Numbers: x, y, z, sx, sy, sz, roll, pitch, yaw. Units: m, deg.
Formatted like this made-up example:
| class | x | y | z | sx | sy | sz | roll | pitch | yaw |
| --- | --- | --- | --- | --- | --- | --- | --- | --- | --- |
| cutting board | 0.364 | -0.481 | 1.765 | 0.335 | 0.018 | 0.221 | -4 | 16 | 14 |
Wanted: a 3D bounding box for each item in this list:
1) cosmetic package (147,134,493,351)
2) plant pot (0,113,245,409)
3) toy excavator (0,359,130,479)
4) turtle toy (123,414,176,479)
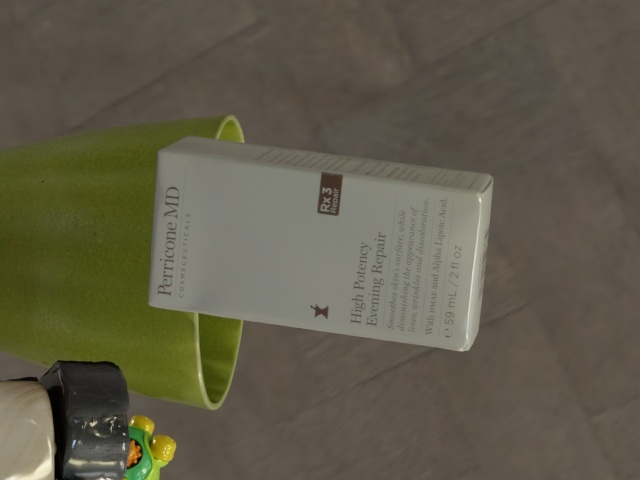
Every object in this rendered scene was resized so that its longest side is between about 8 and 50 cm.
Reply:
| class | x | y | z | sx | sy | sz | roll | pitch | yaw |
| --- | --- | --- | --- | --- | --- | --- | --- | --- | --- |
| cosmetic package | 0.000 | 0.000 | 1.392 | 0.231 | 0.085 | 0.117 | 6 | 102 | 9 |
| plant pot | -0.232 | 0.013 | 1.865 | 0.293 | 0.275 | 0.275 | 3 | 102 | 7 |
| toy excavator | -0.325 | 0.332 | 1.627 | 0.433 | 0.222 | 0.445 | 160 | 112 | -64 |
| turtle toy | -0.197 | 0.211 | 1.898 | 0.130 | 0.066 | 0.095 | 32 | 104 | 54 |
